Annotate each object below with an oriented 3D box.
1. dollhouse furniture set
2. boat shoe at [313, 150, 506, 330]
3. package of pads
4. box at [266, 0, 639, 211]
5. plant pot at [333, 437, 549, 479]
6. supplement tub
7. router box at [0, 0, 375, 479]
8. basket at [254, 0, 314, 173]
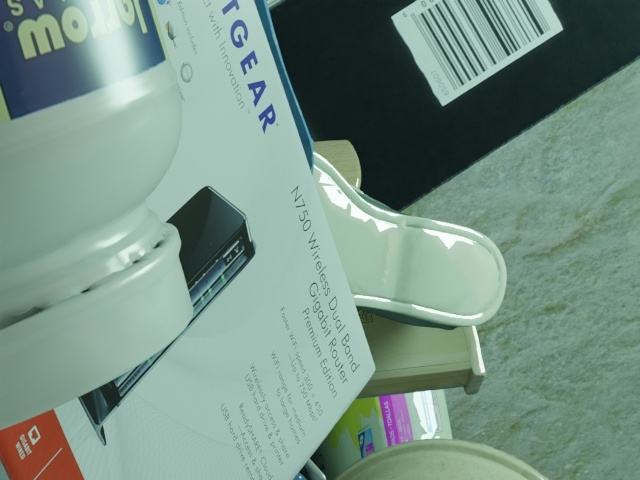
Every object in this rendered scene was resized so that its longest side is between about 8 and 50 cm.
[{"bbox_3d":[0.012,0.092,1.699,0.303,0.198,0.286,103,-21,-62],"label":"dollhouse furniture set"},{"bbox_3d":[0.000,0.000,1.453,0.099,0.319,0.116,-2,-109,60],"label":"boat shoe"},{"bbox_3d":[0.061,0.225,2.120,0.296,0.101,0.229,132,-50,-65],"label":"package of pads"},{"bbox_3d":[0.144,-0.286,2.185,0.297,0.480,0.472,58,-2,-14],"label":"box"},{"bbox_3d":[0.092,0.392,1.690,0.305,0.333,0.334,-36,111,-71],"label":"plant pot"},{"bbox_3d":[-0.184,-0.098,0.619,0.235,0.235,0.325,-74,148,-78],"label":"supplement tub"},{"bbox_3d":[-0.114,0.026,0.989,0.301,0.082,0.335,-49,131,-42],"label":"router box"},{"bbox_3d":[-0.106,-0.078,1.225,0.289,0.201,0.255,-47,130,-42],"label":"basket"}]
